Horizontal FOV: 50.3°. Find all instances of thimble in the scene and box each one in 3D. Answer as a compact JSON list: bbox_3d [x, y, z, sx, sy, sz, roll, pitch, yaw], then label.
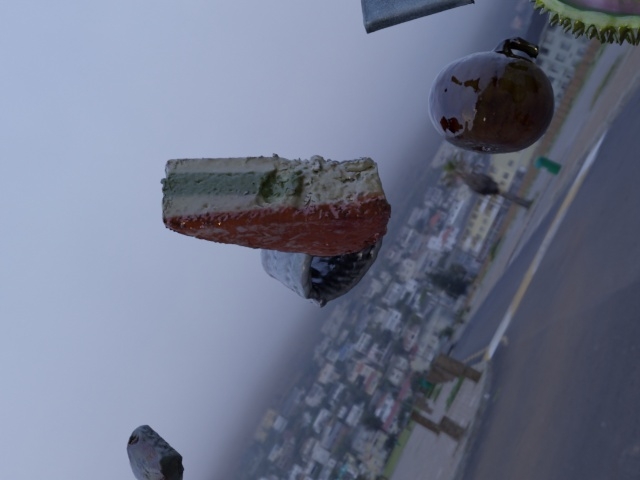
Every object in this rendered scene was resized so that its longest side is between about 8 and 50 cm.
[{"bbox_3d":[0.000,0.000,1.409,0.217,0.157,0.245,31,-92,-47],"label":"thimble"}]

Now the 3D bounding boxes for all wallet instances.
[{"bbox_3d":[0.131,-0.422,1.022,0.036,0.168,0.221,49,-146,-61],"label":"wallet"}]

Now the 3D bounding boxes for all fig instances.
[{"bbox_3d":[0.327,-0.267,1.316,0.235,0.235,0.214,19,-125,-77],"label":"fig"}]

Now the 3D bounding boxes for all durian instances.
[{"bbox_3d":[0.476,-0.373,1.001,0.157,0.356,0.169,-54,-39,-65],"label":"durian"}]

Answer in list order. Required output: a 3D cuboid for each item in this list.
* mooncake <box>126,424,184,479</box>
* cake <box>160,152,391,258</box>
[{"bbox_3d":[-0.349,0.455,1.404,0.073,0.125,0.129,-34,-36,-44],"label":"mooncake"},{"bbox_3d":[-0.045,-0.029,0.707,0.116,0.221,0.086,94,169,-61],"label":"cake"}]
